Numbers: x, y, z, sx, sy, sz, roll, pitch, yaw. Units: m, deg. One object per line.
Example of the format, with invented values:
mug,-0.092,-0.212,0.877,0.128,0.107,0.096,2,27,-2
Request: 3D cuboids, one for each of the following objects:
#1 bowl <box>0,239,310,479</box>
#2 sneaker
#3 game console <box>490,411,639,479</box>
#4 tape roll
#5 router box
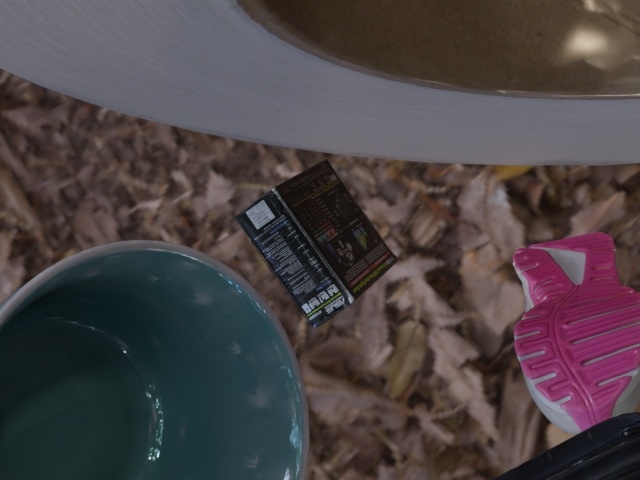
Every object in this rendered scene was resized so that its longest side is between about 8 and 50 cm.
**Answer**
bowl,-0.179,0.155,1.149,0.163,0.311,0.311,0,113,52
sneaker,0.205,0.087,1.126,0.103,0.252,0.111,-11,111,12
game console,0.052,0.223,0.826,0.361,0.213,0.044,-31,138,12
tape roll,0.082,-0.097,0.352,0.392,0.392,0.072,-7,76,33
router box,0.000,0.000,1.013,0.038,0.122,0.092,-36,89,21
